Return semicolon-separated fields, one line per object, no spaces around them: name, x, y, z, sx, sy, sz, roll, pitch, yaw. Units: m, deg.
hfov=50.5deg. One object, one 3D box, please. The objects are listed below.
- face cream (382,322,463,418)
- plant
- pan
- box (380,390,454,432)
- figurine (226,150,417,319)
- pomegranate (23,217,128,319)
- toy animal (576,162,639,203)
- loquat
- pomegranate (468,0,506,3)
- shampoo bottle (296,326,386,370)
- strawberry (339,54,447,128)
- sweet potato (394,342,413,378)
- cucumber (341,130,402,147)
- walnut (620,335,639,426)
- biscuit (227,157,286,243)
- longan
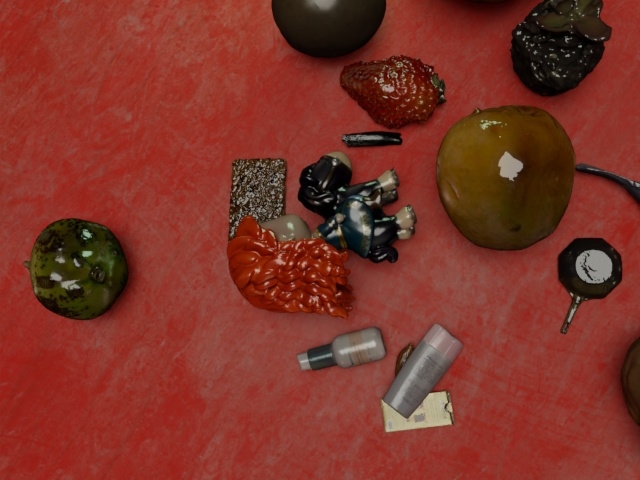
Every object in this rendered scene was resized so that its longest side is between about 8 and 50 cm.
face cream;0.212;0.273;1.417;0.084;0.057;0.198;40;81;-12
plant;0.489;-0.403;1.380;0.204;0.234;0.178;-42;84;-3
pan;0.560;0.092;1.396;0.128;0.048;0.201;-1;84;9
box;0.205;0.362;1.440;0.149;0.020;0.073;-8;81;9
figurine;0.003;-0.011;1.430;0.306;0.241;0.411;41;81;3
pomegranate;-0.572;0.057;1.515;0.277;0.204;0.221;12;87;11
toy animal;0.721;-0.087;1.369;0.206;0.081;0.367;-44;78;14
loquat;0.364;-0.128;1.360;0.276;0.276;0.283;-9;107;9
pomegranate;0.348;-0.693;1.359;0.417;0.416;0.416;-1;83;10
shampoo bottle;0.043;0.240;1.454;0.192;0.074;0.074;-15;81;7
strawberry;0.154;-0.337;1.487;0.236;0.107;0.175;-5;82;10
sweet potato;0.177;0.261;1.450;0.034;0.034;0.095;23;94;11
cucumber;0.115;-0.228;1.518;0.135;0.034;0.033;-3;78;9
walnut;0.705;0.285;1.243;0.285;0.285;0.296;-26;58;6
biscuit;-0.145;-0.072;1.548;0.131;0.026;0.236;0;83;11
longan;0.019;-0.518;1.477;0.248;0.248;0.248;-1;83;10
